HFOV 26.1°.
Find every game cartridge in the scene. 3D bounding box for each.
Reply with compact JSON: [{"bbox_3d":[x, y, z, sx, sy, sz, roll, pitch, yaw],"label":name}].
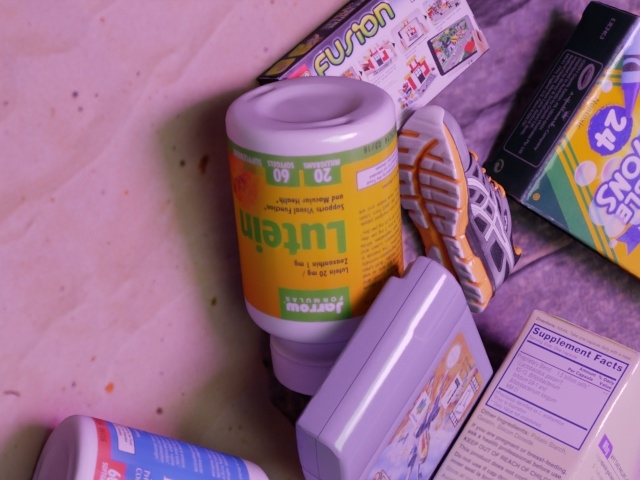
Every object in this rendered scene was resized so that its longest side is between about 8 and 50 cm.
[{"bbox_3d":[0.070,0.156,1.187,0.198,0.062,0.297,-60,155,-16],"label":"game cartridge"}]

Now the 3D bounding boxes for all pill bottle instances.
[{"bbox_3d":[-0.113,0.223,1.101,0.221,0.124,0.124,19,86,-24],"label":"pill bottle"},{"bbox_3d":[0.000,0.000,1.144,0.136,0.136,0.246,-21,121,-29],"label":"pill bottle"}]

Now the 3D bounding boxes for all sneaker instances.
[{"bbox_3d":[0.129,-0.038,1.269,0.083,0.084,0.215,-39,130,-26],"label":"sneaker"}]

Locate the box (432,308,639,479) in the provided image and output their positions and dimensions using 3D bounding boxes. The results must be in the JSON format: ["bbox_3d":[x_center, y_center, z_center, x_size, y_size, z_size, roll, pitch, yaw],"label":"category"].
[{"bbox_3d":[0.216,0.227,1.299,0.243,0.117,0.213,-57,145,-13],"label":"box"}]

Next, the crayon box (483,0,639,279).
[{"bbox_3d":[0.339,-0.067,1.374,0.323,0.083,0.203,29,96,-33],"label":"crayon box"}]

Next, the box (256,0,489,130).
[{"bbox_3d":[0.052,-0.158,1.228,0.207,0.036,0.114,-42,117,-22],"label":"box"}]
